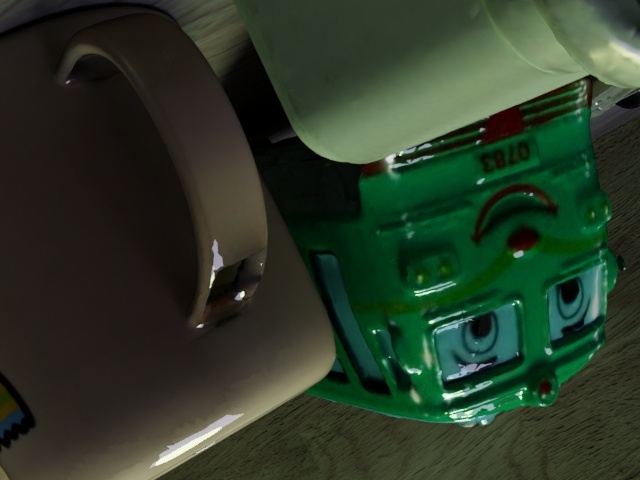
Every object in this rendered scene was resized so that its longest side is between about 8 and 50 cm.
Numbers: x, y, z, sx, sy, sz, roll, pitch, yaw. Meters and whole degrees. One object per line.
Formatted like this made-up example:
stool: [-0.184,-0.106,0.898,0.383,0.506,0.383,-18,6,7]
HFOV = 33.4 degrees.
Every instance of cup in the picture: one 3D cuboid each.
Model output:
cup: [-0.093,0.007,0.517,0.192,0.200,0.253,-26,171,-35]

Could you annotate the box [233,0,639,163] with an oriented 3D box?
box: [0.110,-0.144,0.488,0.312,0.175,0.182,-25,179,-42]

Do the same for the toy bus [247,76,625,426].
toy bus: [0.039,0.012,0.735,0.184,0.199,0.343,-18,-172,-26]

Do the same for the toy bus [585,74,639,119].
toy bus: [0.225,-0.171,0.844,0.126,0.136,0.209,-27,172,-31]

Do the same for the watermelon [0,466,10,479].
watermelon: [-0.246,0.116,0.736,0.319,0.292,0.222,9,126,-25]
